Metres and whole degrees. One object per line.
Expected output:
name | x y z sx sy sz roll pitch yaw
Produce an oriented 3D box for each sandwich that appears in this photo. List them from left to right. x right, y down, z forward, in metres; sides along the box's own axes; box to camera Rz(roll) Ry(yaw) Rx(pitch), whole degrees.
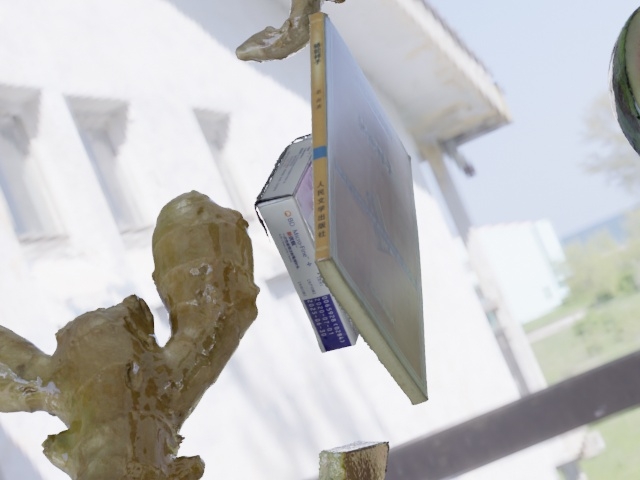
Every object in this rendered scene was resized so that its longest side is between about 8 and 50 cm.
sandwich | 0.042 0.337 1.915 0.058 0.193 0.162 0 -39 22

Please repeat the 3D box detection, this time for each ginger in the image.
ginger | -0.179 0.144 1.337 0.363 0.348 0.122 -23 -29 -21
ginger | 0.018 -0.272 1.365 0.075 0.089 0.288 14 58 43

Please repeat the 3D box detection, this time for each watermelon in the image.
watermelon | 0.385 -0.168 1.500 0.119 0.245 0.063 -4 -23 -11

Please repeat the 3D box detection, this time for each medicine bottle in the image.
medicine bottle | 0.000 0.000 1.521 0.052 0.201 0.171 -14 23 21

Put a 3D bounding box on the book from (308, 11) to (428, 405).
book | 0.034 -0.026 0.941 0.018 0.241 0.170 -17 -44 17
